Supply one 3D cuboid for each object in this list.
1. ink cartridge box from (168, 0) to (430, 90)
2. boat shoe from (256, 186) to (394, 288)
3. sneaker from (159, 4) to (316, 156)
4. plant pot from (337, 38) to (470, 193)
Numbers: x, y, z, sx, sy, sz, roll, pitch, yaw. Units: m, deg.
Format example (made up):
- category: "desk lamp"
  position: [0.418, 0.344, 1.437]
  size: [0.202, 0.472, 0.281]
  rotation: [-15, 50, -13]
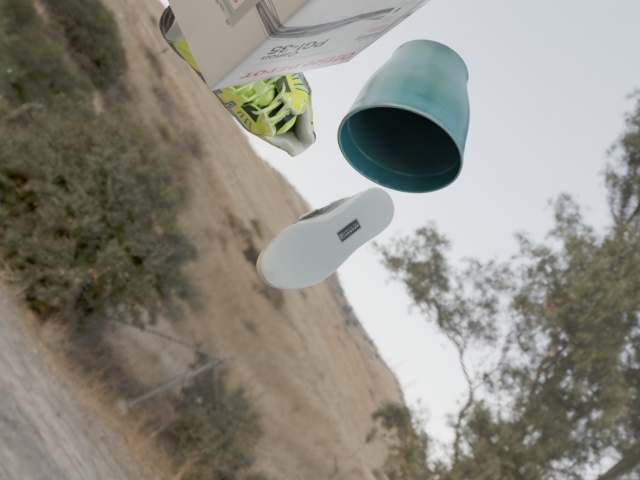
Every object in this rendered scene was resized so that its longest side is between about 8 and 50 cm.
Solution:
- category: "ink cartridge box"
  position: [0.022, -0.259, 0.743]
  size: [0.283, 0.207, 0.117]
  rotation: [-27, -94, 49]
- category: "boat shoe"
  position: [0.000, 0.000, 1.049]
  size: [0.070, 0.219, 0.077]
  rotation: [-9, -74, 54]
- category: "sneaker"
  position: [-0.080, -0.227, 1.096]
  size: [0.147, 0.145, 0.385]
  rotation: [55, 7, 16]
- category: "plant pot"
  position: [0.203, -0.285, 1.782]
  size: [0.272, 0.255, 0.271]
  rotation: [16, -31, 10]
